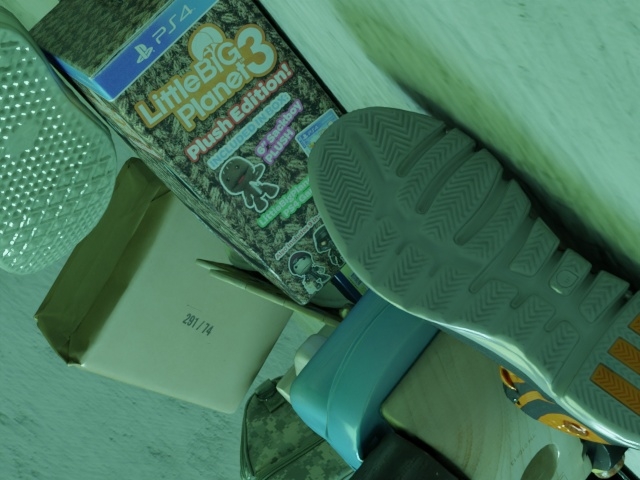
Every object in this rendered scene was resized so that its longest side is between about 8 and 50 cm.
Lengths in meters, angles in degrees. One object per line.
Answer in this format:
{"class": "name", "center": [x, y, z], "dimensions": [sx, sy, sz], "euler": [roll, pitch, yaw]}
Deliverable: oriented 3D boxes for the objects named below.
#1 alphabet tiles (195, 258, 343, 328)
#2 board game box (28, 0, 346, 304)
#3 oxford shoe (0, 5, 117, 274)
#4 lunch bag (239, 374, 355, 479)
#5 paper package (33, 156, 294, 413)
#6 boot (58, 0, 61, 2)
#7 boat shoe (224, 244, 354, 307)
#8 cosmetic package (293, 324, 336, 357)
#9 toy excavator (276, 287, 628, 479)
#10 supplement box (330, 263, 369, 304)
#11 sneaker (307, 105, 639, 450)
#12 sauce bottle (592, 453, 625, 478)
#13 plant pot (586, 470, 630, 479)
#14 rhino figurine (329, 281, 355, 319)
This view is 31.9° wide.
{"class": "alphabet tiles", "center": [0.010, 0.093, 1.515], "dimensions": [0.343, 0.011, 0.285], "euler": [21, -178, 23]}
{"class": "board game box", "center": [-0.096, -0.114, 1.026], "dimensions": [0.291, 0.141, 0.232], "euler": [49, 172, -30]}
{"class": "oxford shoe", "center": [-0.299, -0.099, 1.034], "dimensions": [0.130, 0.169, 0.449], "euler": [40, 165, 17]}
{"class": "lunch bag", "center": [0.016, 0.369, 1.739], "dimensions": [0.305, 0.213, 0.256], "euler": [54, -177, -44]}
{"class": "paper package", "center": [-0.210, 0.072, 1.701], "dimensions": [0.325, 0.309, 0.168], "euler": [28, -175, -45]}
{"class": "boot", "center": [-0.251, -0.215, 1.536], "dimensions": [0.263, 0.091, 0.229], "euler": [41, 171, 25]}
{"class": "boat shoe", "center": [-0.010, 0.016, 1.498], "dimensions": [0.091, 0.109, 0.305], "euler": [-2, -167, -39]}
{"class": "cosmetic package", "center": [0.157, 0.282, 1.808], "dimensions": [0.385, 0.156, 0.217], "euler": [45, 171, -14]}
{"class": "toy excavator", "center": [0.074, 0.153, 1.116], "dimensions": [0.445, 0.222, 0.433], "euler": [31, 165, 39]}
{"class": "supplement box", "center": [0.046, 0.017, 1.208], "dimensions": [0.083, 0.083, 0.056], "euler": [49, 171, -31]}
{"class": "sneaker", "center": [0.123, 0.046, 0.784], "dimensions": [0.321, 0.124, 0.180], "euler": [42, 172, 18]}
{"class": "sauce bottle", "center": [0.263, 0.192, 1.160], "dimensions": [0.128, 0.042, 0.042], "euler": [45, 173, -16]}
{"class": "plant pot", "center": [0.307, 0.351, 1.328], "dimensions": [0.187, 0.188, 0.167], "euler": [44, -176, 2]}
{"class": "rhino figurine", "center": [0.000, 0.000, 1.341], "dimensions": [0.106, 0.073, 0.243], "euler": [-16, -132, -45]}
